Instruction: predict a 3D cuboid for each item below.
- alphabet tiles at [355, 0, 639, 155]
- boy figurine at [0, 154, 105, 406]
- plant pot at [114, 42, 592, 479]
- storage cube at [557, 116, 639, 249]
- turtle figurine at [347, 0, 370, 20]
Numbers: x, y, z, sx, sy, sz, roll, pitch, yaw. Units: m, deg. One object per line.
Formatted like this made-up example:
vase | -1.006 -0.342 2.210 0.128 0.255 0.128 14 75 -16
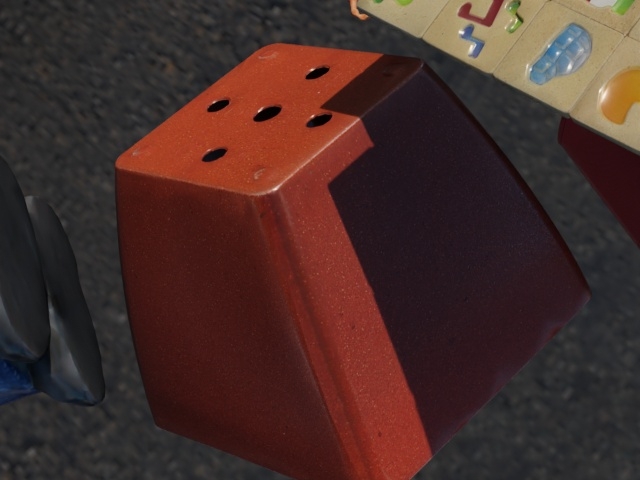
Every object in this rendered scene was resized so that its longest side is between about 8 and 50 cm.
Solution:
alphabet tiles | 0.186 -0.204 1.020 0.285 0.342 0.011 -53 144 -7
boy figurine | -0.221 0.066 0.621 0.285 0.092 0.177 -21 156 9
plant pot | 0.000 0.000 1.319 0.267 0.267 0.235 -41 125 -30
storage cube | 0.327 -0.095 1.402 0.184 0.193 0.215 -27 156 -15
turtle figurine | 0.099 -0.293 1.465 0.269 0.217 0.087 -40 141 -5
